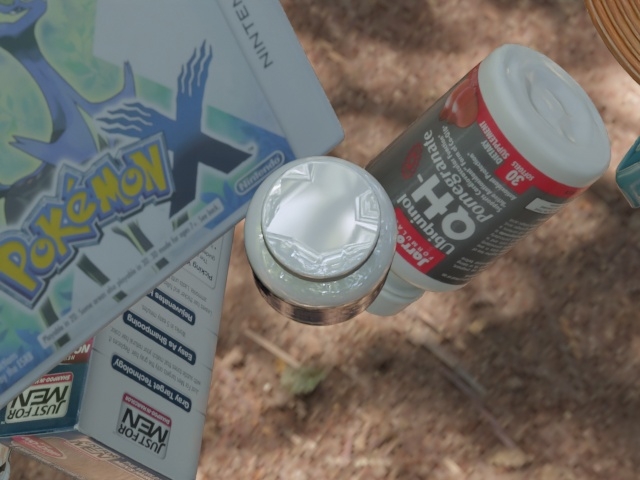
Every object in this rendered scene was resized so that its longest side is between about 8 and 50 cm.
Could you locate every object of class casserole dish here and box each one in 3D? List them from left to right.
[{"bbox_3d":[0.314,-0.089,1.429,0.037,0.188,0.114,38,76,-4],"label":"casserole dish"}]

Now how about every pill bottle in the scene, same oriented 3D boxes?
[{"bbox_3d":[0.000,0.000,1.014,0.094,0.169,0.094,0,82,0],"label":"pill bottle"},{"bbox_3d":[0.148,-0.054,1.785,0.176,0.318,0.176,29,38,-26],"label":"pill bottle"}]

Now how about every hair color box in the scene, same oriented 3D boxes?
[{"bbox_3d":[-0.177,0.041,1.486,0.174,0.105,0.347,39,50,-47],"label":"hair color box"}]

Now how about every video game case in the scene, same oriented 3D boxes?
[{"bbox_3d":[-0.165,-0.099,0.997,0.329,0.036,0.300,-39,116,-25],"label":"video game case"}]

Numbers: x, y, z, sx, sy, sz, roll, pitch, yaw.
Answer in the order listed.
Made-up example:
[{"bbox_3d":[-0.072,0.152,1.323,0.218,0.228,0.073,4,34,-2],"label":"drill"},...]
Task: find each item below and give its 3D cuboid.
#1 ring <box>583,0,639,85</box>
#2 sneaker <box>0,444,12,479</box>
[{"bbox_3d":[0.350,-0.229,1.179,0.337,0.032,0.336,-1,86,7],"label":"ring"},{"bbox_3d":[-0.338,0.206,1.700,0.040,0.043,0.109,-8,55,11],"label":"sneaker"}]
